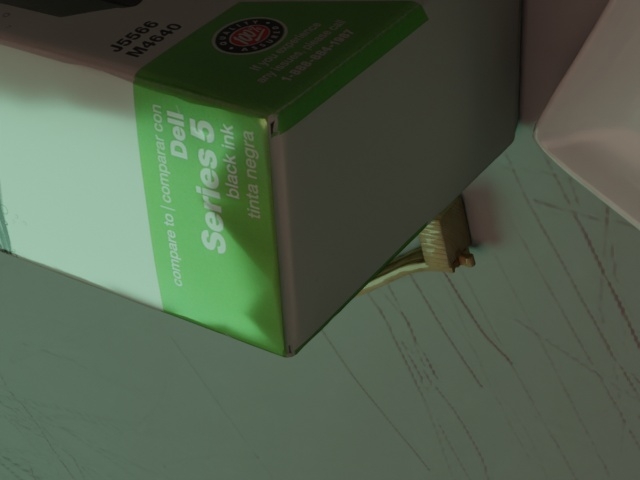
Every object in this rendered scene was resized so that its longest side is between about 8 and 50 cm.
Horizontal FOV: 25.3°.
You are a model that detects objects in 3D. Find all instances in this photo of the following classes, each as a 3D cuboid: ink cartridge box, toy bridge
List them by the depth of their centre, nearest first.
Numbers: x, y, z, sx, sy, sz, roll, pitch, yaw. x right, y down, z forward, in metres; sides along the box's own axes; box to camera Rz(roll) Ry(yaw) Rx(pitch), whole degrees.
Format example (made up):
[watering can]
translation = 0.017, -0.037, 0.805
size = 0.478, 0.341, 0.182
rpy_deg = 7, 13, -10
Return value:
[ink cartridge box]
translation = -0.075, -0.082, 0.637
size = 0.273, 0.198, 0.115
rpy_deg = 18, 130, 28
[toy bridge]
translation = 0.000, 0.000, 0.765
size = 0.188, 0.026, 0.063
rpy_deg = 8, 128, 35

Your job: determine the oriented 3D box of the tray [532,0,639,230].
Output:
[tray]
translation = 0.217, -0.008, 0.541
size = 0.270, 0.030, 0.145
rpy_deg = 39, 143, 12
